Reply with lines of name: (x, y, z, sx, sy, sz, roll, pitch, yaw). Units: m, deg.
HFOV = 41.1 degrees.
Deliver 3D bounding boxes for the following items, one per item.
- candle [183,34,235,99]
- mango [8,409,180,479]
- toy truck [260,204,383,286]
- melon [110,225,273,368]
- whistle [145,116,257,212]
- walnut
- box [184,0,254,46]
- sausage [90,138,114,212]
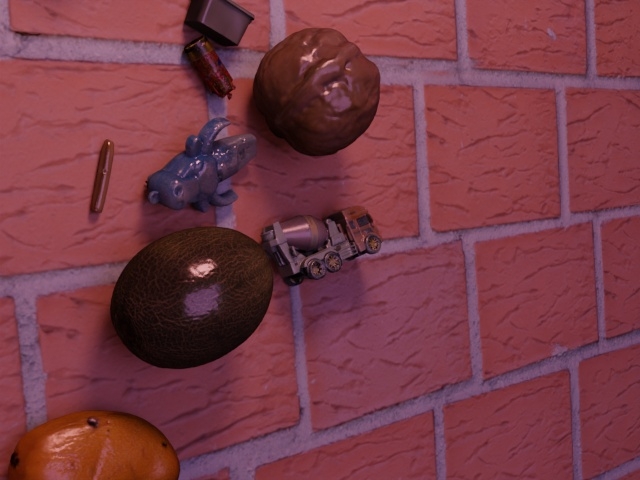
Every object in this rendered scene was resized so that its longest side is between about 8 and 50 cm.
candle: (-0.207, -0.325, 1.636, 0.052, 0.052, 0.130, -47, 119, -29)
mango: (-0.384, 0.379, 1.458, 0.295, 0.120, 0.176, 6, 79, -41)
toy truck: (0.000, 0.000, 1.782, 0.257, 0.108, 0.140, -23, 92, -34)
melon: (-0.218, 0.095, 1.512, 0.302, 0.238, 0.237, -29, 109, -38)
whistle: (-0.218, -0.131, 1.604, 0.269, 0.093, 0.180, -33, 135, -35)
walnut: (-0.009, -0.291, 1.687, 0.248, 0.248, 0.248, -1, 91, -40)
box: (-0.196, -0.423, 1.627, 0.122, 0.084, 0.069, 26, 82, -36)
sausage: (-0.384, -0.114, 1.509, 0.024, 0.024, 0.132, 14, 83, -39)
